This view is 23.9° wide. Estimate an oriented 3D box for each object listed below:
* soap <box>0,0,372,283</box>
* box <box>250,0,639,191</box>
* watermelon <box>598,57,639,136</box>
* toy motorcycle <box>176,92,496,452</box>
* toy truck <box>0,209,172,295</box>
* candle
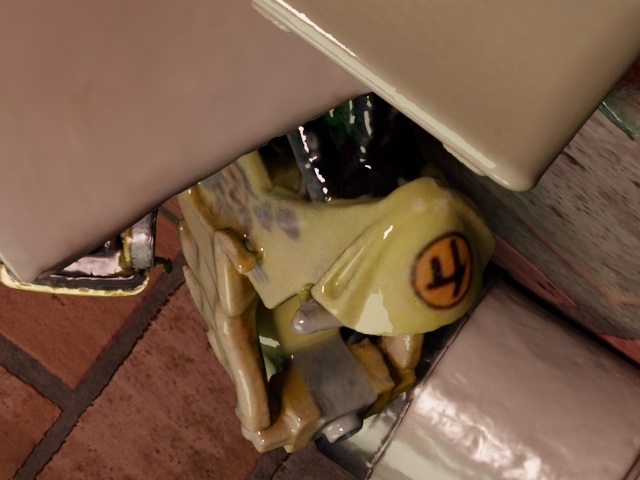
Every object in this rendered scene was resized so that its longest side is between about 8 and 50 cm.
[{"bbox_3d":[-0.210,-0.197,0.746,0.435,0.213,0.350,25,152,57],"label":"soap"},{"bbox_3d":[0.057,-0.102,0.522,0.148,0.129,0.210,37,-172,1],"label":"box"},{"bbox_3d":[0.140,-0.094,0.676,0.061,0.085,0.085,-11,150,18],"label":"watermelon"},{"bbox_3d":[0.000,0.000,1.052,0.237,0.169,0.410,62,157,18],"label":"toy motorcycle"},{"bbox_3d":[-0.165,-0.100,1.111,0.124,0.272,0.157,4,-178,2],"label":"toy truck"},{"bbox_3d":[0.163,0.161,1.276,0.343,0.221,0.221,32,170,11],"label":"candle"}]
